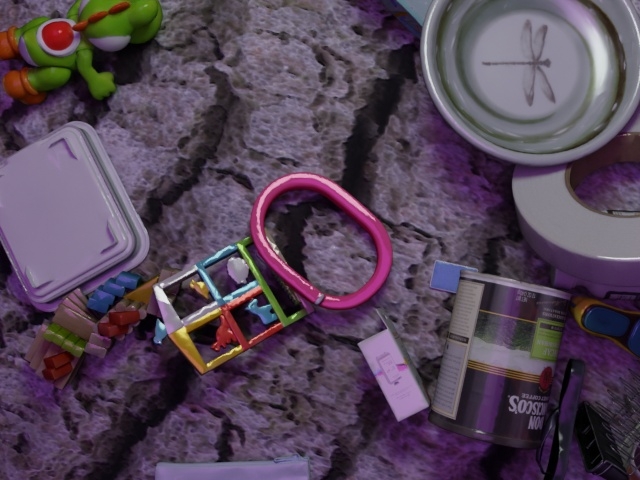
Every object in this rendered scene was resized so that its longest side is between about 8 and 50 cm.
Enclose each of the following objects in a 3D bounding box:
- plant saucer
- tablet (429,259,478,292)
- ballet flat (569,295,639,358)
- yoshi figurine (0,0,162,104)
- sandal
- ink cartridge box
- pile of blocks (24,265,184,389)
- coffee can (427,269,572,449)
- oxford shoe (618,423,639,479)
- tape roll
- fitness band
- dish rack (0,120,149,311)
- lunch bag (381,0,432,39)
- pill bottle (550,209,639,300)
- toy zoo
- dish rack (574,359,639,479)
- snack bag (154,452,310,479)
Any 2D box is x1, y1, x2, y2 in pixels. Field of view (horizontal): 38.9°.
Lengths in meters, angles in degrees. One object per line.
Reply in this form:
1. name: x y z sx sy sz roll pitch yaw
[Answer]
1. plant saucer: 0.368 -0.318 1.608 0.400 0.100 0.401 0 82 -3
2. tablet: 0.252 0.071 1.717 0.083 0.006 0.054 12 88 9
3. ballet flat: 0.538 0.152 1.622 0.231 0.077 0.077 23 98 -22
4. yoshi figurine: -0.457 -0.405 1.804 0.362 0.203 0.203 -19 43 21
5. sandal: 0.423 0.338 1.635 0.054 0.097 0.255 13 78 8
6. ink cartridge box: 0.129 0.226 1.673 0.067 0.115 0.198 -28 82 7
7. pile of blocks: -0.428 0.153 1.751 0.362 0.112 0.149 -35 98 5
8. coffee can: 0.315 0.206 1.600 0.201 0.201 0.275 12 88 10
9. oxford shoe: 0.685 0.273 1.576 0.169 0.130 0.449 39 92 11
10. tape roll: 0.523 -0.090 1.538 0.391 0.072 0.392 -10 46 11
11. fitness band: 0.000 0.000 1.718 0.291 0.054 0.209 41 82 6
12. dish rack: -0.530 -0.052 1.820 0.285 0.072 0.333 -29 82 7
13. lunch bag: 0.217 -0.498 1.676 0.262 0.160 0.223 41 93 -9
14. pill bottle: 0.552 0.026 1.592 0.278 0.162 0.162 3 87 9
15. toy zoo: -0.183 0.123 1.716 0.293 0.030 0.192 -29 82 -17
16. dish rack: 0.553 0.274 1.537 0.074 0.208 0.271 36 109 -6
17. snack bag: -0.168 0.585 1.739 0.323 0.037 0.343 -4 86 8
